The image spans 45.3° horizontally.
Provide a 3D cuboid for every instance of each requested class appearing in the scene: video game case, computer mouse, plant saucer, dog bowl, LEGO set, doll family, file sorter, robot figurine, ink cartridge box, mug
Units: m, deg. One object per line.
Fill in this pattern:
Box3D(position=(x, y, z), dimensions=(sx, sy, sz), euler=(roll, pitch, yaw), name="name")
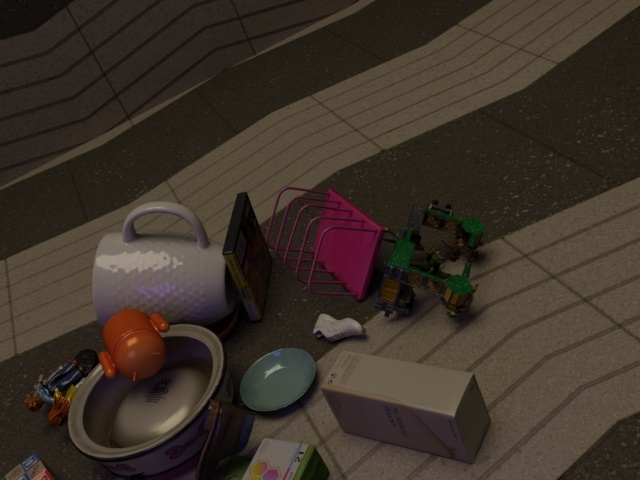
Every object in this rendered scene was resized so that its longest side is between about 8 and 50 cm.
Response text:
Box3D(position=(-0.196, 0.044, 2.104), dimensions=(0.035, 0.248, 0.275), euler=(-10, 36, 11), name="video game case")
Box3D(position=(-0.673, 0.401, 2.105), dimensions=(0.071, 0.041, 0.242), euler=(2, 46, 15), name="computer mouse")
Box3D(position=(-0.314, 0.230, 2.114), dimensions=(0.200, 0.037, 0.200), euler=(-16, 36, 12), name="plant saucer")
Box3D(position=(-0.385, 0.395, 1.834), dimensions=(0.408, 0.150, 0.408), euler=(-17, 34, 12), name="dog bowl")
Box3D(position=(0.267, 0.076, 1.902), dimensions=(0.255, 0.192, 0.331), euler=(13, 44, 1), name="LEGO set")
Box3D(position=(-0.673, 0.398, 1.993), dimensions=(0.263, 0.118, 0.163), euler=(27, 58, 34), name="doll family")
Box3D(position=(-0.097, 0.341, 1.832), dimensions=(0.195, 0.037, 0.195), euler=(-15, 35, 11), name="plant saucer")
Box3D(position=(0.000, 0.000, 2.029), dimensions=(0.182, 0.202, 0.290), euler=(5, 21, -30), name="file sorter")
Box3D(position=(-0.443, 0.249, 1.823), dimensions=(0.158, 0.128, 0.219), euler=(-7, 25, -27), name="robot figurine")
Box3D(position=(-0.139, 0.508, 1.578), dimensions=(0.255, 0.097, 0.189), euler=(0, 41, 30), name="ink cartridge box")
Box3D(position=(-0.400, 0.069, 2.016), dimensions=(0.328, 0.374, 0.276), euler=(-1, 29, 5), name="mug")

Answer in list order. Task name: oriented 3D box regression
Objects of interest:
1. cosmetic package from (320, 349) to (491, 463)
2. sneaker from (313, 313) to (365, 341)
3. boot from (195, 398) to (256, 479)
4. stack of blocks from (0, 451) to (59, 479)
Box3D(position=(0.172, 0.335, 1.572), dimensions=(0.309, 0.160, 0.113), euler=(4, 44, 37), name="cosmetic package")
Box3D(position=(0.046, 0.224, 1.899), dimensions=(0.152, 0.054, 0.061), euler=(2, 51, 42), name="sneaker")
Box3D(position=(-0.208, 0.458, 1.655), dimensions=(0.106, 0.219, 0.082), euler=(10, 6, -6), name="boot")
Box3D(position=(-0.644, 0.630, 1.723), dimensions=(0.171, 0.087, 0.297), euler=(-39, 37, -21), name="stack of blocks")
